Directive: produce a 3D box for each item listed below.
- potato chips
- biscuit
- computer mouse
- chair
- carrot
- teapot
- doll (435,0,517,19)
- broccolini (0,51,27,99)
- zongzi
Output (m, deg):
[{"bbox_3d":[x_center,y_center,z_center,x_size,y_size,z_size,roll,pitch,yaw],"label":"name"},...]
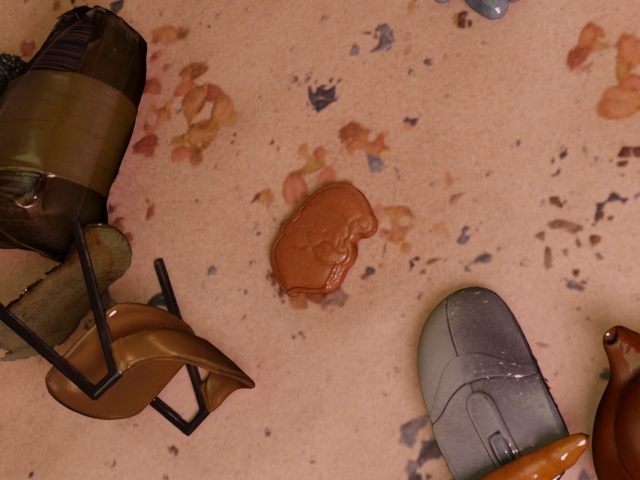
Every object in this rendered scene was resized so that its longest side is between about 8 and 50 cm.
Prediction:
[{"bbox_3d":[-0.293,0.064,1.412,0.026,0.142,0.209,52,127,28],"label":"potato chips"},{"bbox_3d":[0.000,0.000,1.315,0.130,0.019,0.102,-52,52,7],"label":"biscuit"},{"bbox_3d":[0.146,0.139,1.134,0.113,0.068,0.229,-32,57,21],"label":"computer mouse"},{"bbox_3d":[-0.195,0.112,1.313,0.172,0.159,0.247,-44,53,9],"label":"chair"},{"bbox_3d":[0.100,0.262,1.097,0.336,0.069,0.069,-45,53,21],"label":"carrot"},{"bbox_3d":[0.300,0.169,0.982,0.178,0.135,0.252,-44,53,16],"label":"teapot"},{"bbox_3d":[0.136,-0.302,1.308,0.120,0.075,0.179,-43,54,16],"label":"doll"},{"bbox_3d":[-0.434,-0.152,1.652,0.202,0.068,0.091,-56,38,22],"label":"broccolini"},{"bbox_3d":[-0.360,-0.125,1.529,0.318,0.154,0.289,-1,63,39],"label":"zongzi"}]
